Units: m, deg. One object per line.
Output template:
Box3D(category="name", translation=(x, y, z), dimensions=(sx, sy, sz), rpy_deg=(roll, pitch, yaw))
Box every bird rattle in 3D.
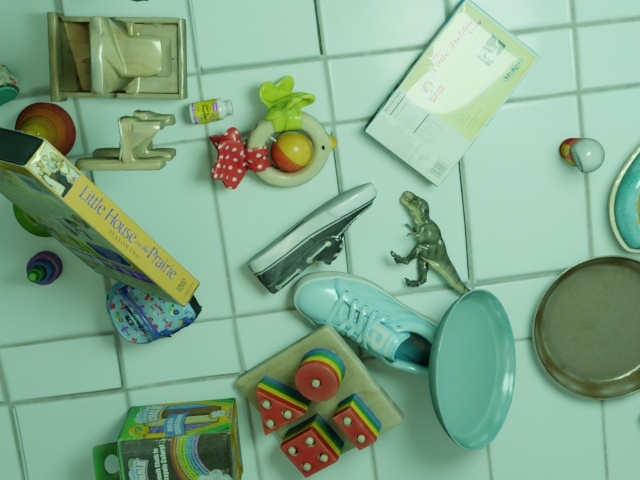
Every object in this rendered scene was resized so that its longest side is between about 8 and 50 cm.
Box3D(category="bird rattle", translation=(-0.085, -0.182, 1.794), dimensions=(0.207, 0.143, 0.253), rpy_deg=(34, 102, -24))

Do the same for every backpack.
Box3D(category="backpack", translation=(-0.349, 0.133, 1.850), dimensions=(0.173, 0.117, 0.158), rpy_deg=(-29, 100, 7))

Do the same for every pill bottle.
Box3D(category="pill bottle", translation=(-0.215, -0.255, 1.812), dimensions=(0.083, 0.043, 0.043), rpy_deg=(-10, 101, 0))

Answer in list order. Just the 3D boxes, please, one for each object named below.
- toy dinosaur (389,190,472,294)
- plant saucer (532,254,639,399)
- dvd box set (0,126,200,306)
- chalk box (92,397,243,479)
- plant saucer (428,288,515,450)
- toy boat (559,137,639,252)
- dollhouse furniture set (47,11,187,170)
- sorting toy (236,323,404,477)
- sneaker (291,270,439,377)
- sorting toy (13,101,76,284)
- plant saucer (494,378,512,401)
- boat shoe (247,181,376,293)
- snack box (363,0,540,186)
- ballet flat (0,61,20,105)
Box3D(category="toy dinosaur", translation=(0.213, 0.034, 1.875), dimensions=(0.118, 0.064, 0.268), rpy_deg=(-31, 104, -2))
Box3D(category="plant saucer", translation=(0.589, 0.177, 1.917), dimensions=(0.311, 0.050, 0.310), rpy_deg=(0, 101, -2))
Box3D(category="dvd box set", translation=(-0.439, -0.047, 1.637), dimensions=(0.062, 0.308, 0.420), rpy_deg=(-58, 134, -18))
Box3D(category="chalk box", translation=(-0.313, 0.444, 1.881), dimensions=(0.289, 0.179, 0.180), rpy_deg=(-3, 102, 0))
Box3D(category="plant saucer", translation=(0.298, 0.254, 1.830), dimensions=(0.044, 0.318, 0.317), rpy_deg=(0, 104, 38))
Box3D(category="toy boat", translation=(0.620, -0.118, 1.809), dimensions=(0.318, 0.148, 0.267), rpy_deg=(23, 100, -6))
Box3D(category="dollhouse furniture set", translation=(-0.385, -0.323, 1.616), dimensions=(0.257, 0.394, 0.362), rpy_deg=(0, 101, -1))
Box3D(category="sorting toy", translation=(-0.012, 0.339, 1.868), dimensions=(0.257, 0.089, 0.255), rpy_deg=(-34, 101, 27))
Box3D(category="sneaker", translation=(0.116, 0.169, 1.850), dimensions=(0.366, 0.150, 0.135), rpy_deg=(21, 99, -5))
Box3D(category="sorting toy", translation=(-0.551, -0.083, 1.796), dimensions=(0.127, 0.126, 0.365), rpy_deg=(3, 100, -2))
Box3D(category="plant saucer", translation=(0.365, 0.331, 1.957), dimensions=(0.084, 0.015, 0.083), rpy_deg=(0, 100, -1))
Box3D(category="boat shoe", translation=(0.000, 0.000, 1.837), dimensions=(0.301, 0.108, 0.102), rpy_deg=(-36, 100, 8))
Box3D(category="snack box", translation=(0.255, -0.289, 1.810), dimensions=(0.187, 0.060, 0.322), rpy_deg=(37, 98, -8))
Box3D(category="ballet flat", translation=(-0.696, -0.270, 1.789), dimensions=(0.241, 0.091, 0.077), rpy_deg=(-25, 70, -1))
